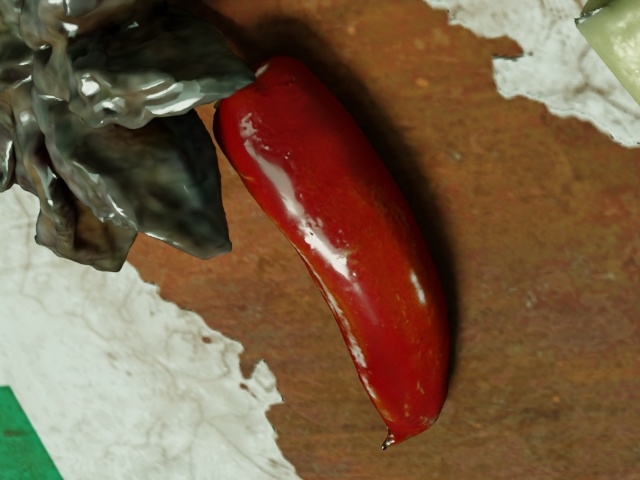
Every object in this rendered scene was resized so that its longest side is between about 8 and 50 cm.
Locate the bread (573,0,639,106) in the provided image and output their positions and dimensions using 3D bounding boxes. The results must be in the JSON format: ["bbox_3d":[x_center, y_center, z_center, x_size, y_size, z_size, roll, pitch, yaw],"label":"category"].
[{"bbox_3d":[0.242,-0.091,1.054,0.178,0.060,0.139,49,134,-10],"label":"bread"}]

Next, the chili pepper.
[{"bbox_3d":[0.006,0.004,1.259,0.137,0.092,0.368,-2,121,49],"label":"chili pepper"}]

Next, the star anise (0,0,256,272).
[{"bbox_3d":[-0.162,-0.120,1.209,0.331,0.117,0.332,35,136,42],"label":"star anise"}]
